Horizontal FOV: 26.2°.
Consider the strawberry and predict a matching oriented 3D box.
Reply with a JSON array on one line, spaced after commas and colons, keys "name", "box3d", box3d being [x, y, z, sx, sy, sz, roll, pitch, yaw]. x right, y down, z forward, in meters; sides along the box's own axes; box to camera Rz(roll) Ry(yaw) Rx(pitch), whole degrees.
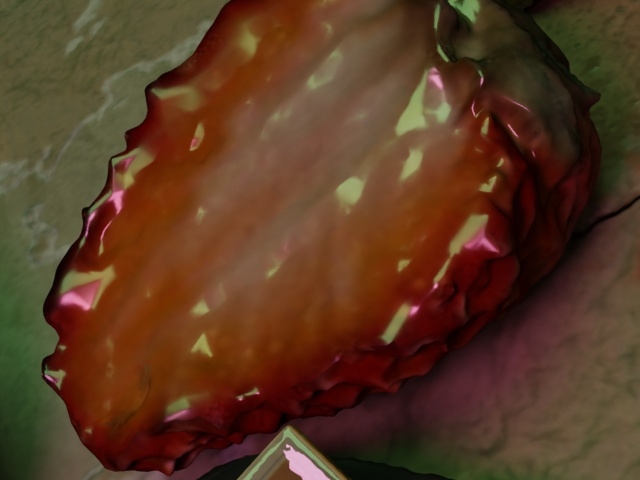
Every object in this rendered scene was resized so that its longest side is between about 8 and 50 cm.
[{"name": "strawberry", "box3d": [0.000, 0.000, 0.775, 0.336, 0.149, 0.265, -44, 52, 10]}]

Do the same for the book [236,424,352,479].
[{"name": "book", "box3d": [0.015, 0.222, 0.590, 0.242, 0.018, 0.170, 42, 90, 17]}]

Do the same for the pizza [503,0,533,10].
[{"name": "pizza", "box3d": [0.043, -0.183, 0.919, 0.288, 0.075, 0.280, -44, 46, -5]}]

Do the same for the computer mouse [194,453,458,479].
[{"name": "computer mouse", "box3d": [0.018, 0.186, 0.651, 0.295, 0.087, 0.168, -1, 61, 28]}]
